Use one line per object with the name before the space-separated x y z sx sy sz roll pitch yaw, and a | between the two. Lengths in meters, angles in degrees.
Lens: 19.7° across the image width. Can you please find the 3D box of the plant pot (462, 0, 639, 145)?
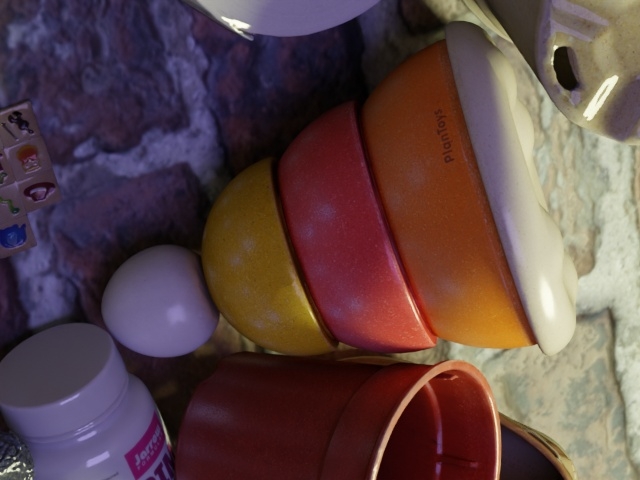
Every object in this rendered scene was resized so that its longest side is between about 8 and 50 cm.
plant pot | 0.292 -0.259 1.753 0.333 0.305 0.334 -2 122 -3

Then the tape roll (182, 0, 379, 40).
tape roll | -0.017 -0.377 1.681 0.392 0.072 0.392 -22 126 -33

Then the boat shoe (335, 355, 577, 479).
boat shoe | 0.143 0.216 2.064 0.324 0.116 0.123 20 87 -2

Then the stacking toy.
stacking toy | 0.000 0.000 1.885 0.480 0.350 0.351 -16 125 9

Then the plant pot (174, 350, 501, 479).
plant pot | 0.008 0.236 1.926 0.272 0.265 0.272 -20 114 -54

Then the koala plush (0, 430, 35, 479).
koala plush | -0.409 0.284 1.878 0.203 0.221 0.196 -39 133 -29

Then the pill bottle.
pill bottle | -0.234 0.236 1.949 0.160 0.160 0.283 -26 125 -8

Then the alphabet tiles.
alphabet tiles | -0.382 -0.049 1.819 0.237 0.009 0.198 -21 123 -11
